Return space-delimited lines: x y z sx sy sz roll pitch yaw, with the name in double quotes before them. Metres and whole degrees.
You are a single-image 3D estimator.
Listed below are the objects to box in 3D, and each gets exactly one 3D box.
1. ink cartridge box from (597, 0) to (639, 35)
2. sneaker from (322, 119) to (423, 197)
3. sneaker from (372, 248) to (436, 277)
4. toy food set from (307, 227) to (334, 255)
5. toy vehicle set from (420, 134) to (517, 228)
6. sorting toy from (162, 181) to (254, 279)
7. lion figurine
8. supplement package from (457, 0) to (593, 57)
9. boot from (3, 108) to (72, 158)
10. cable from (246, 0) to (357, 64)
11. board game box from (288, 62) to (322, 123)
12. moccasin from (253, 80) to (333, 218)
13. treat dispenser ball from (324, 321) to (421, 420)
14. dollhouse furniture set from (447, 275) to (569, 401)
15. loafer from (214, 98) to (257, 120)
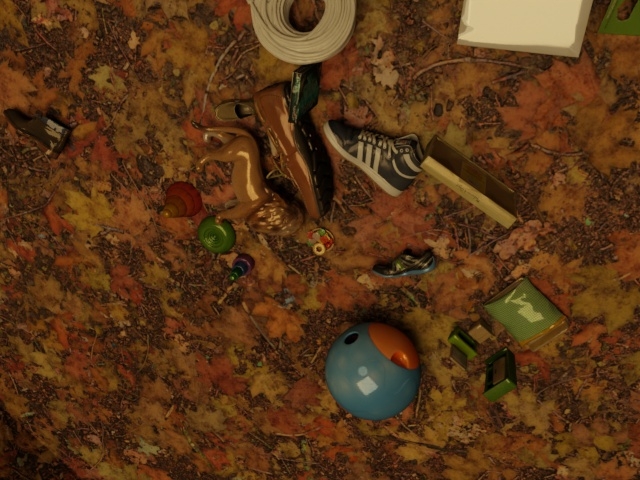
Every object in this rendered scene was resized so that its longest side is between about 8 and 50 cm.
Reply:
"ink cartridge box" 0.724 -0.431 1.261 0.255 0.189 0.097 11 76 13
"sneaker" 0.151 -0.251 1.595 0.282 0.099 0.153 39 127 -13
"sneaker" 0.240 0.065 1.765 0.188 0.067 0.078 -12 92 25
"toy food set" 0.000 0.000 1.824 0.083 0.020 0.083 -31 104 29
"toy vehicle set" 0.377 -0.152 1.536 0.267 0.166 0.035 35 122 -2
"sorting toy" -0.358 -0.012 1.872 0.127 0.126 0.365 -37 101 30
"lion figurine" -0.205 -0.177 1.723 0.240 0.142 0.392 -9 115 26
"supplement package" 0.447 -0.526 1.328 0.261 0.145 0.204 11 120 13
"boot" -0.874 -0.362 1.898 0.219 0.082 0.106 40 100 -1
"cable" -0.038 -0.548 1.460 0.257 0.089 0.257 -16 92 10
"board game box" -0.037 -0.381 1.536 0.026 0.186 0.126 14 121 10
"moccasin" -0.076 -0.233 1.658 0.147 0.139 0.380 -13 115 30
"treat dispenser ball" 0.157 0.388 1.824 0.288 0.288 0.288 8 119 14
"dollhouse furniture set" 0.528 0.278 1.725 0.197 0.151 0.301 41 121 -6
"loafer" -0.234 -0.362 1.690 0.148 0.050 0.056 -8 114 21
